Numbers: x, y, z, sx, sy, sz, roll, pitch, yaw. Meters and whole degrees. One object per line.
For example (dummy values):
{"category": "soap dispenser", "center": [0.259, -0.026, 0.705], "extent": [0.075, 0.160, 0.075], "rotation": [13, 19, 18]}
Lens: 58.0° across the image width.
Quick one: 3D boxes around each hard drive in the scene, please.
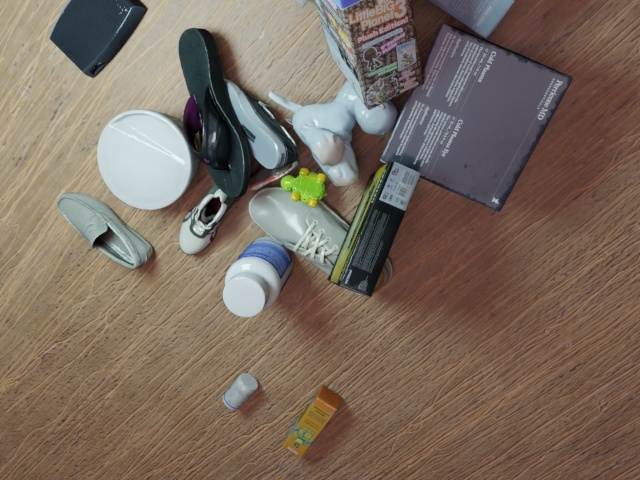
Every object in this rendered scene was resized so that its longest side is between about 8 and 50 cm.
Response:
{"category": "hard drive", "center": [-0.601, -0.578, 1.532], "extent": [0.254, 0.054, 0.172], "rotation": [-41, 97, 20]}

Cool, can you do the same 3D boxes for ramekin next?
{"category": "ramekin", "center": [-0.459, -0.230, 1.587], "extent": [0.272, 0.127, 0.273], "rotation": [4, 110, 10]}

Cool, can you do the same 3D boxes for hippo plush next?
{"category": "hippo plush", "center": [0.071, -0.292, 1.457], "extent": [0.236, 0.234, 0.294], "rotation": [-37, 56, 2]}

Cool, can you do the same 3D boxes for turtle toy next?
{"category": "turtle toy", "center": [-0.045, -0.142, 1.546], "extent": [0.130, 0.066, 0.095], "rotation": [19, 84, 4]}

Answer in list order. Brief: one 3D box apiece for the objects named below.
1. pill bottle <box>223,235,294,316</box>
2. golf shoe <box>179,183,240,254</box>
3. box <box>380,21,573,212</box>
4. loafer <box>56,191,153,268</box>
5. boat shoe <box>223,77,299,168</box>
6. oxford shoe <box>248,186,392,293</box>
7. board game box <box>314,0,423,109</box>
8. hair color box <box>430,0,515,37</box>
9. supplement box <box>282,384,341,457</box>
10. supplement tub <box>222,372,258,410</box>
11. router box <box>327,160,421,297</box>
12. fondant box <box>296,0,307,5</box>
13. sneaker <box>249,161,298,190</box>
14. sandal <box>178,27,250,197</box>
{"category": "pill bottle", "center": [-0.170, 0.099, 1.568], "extent": [0.152, 0.272, 0.152], "rotation": [3, 109, 10]}
{"category": "golf shoe", "center": [-0.333, -0.060, 1.628], "extent": [0.105, 0.120, 0.273], "rotation": [35, 113, -4]}
{"category": "box", "center": [0.359, -0.295, 1.383], "extent": [0.312, 0.179, 0.343], "rotation": [25, 112, 3]}
{"category": "loafer", "center": [-0.644, -0.029, 1.699], "extent": [0.319, 0.111, 0.112], "rotation": [34, 111, -2]}
{"category": "boat shoe", "center": [-0.168, -0.314, 1.512], "extent": [0.306, 0.105, 0.113], "rotation": [45, 130, 21]}
{"category": "oxford shoe", "center": [0.000, 0.000, 1.581], "extent": [0.449, 0.130, 0.169], "rotation": [34, 113, -1]}
{"category": "board game box", "center": [0.091, -0.475, 1.229], "extent": [0.141, 0.232, 0.291], "rotation": [-26, 143, -1]}
{"category": "hair color box", "center": [0.266, -0.632, 1.269], "extent": [0.374, 0.185, 0.113], "rotation": [33, 146, -1]}
{"category": "supplement box", "center": [-0.028, 0.570, 1.809], "extent": [0.078, 0.080, 0.233], "rotation": [32, 114, 1]}
{"category": "supplement tub", "center": [-0.254, 0.478, 1.823], "extent": [0.071, 0.071, 0.107], "rotation": [38, 110, -4]}
{"category": "router box", "center": [0.123, -0.024, 1.406], "extent": [0.081, 0.243, 0.309], "rotation": [23, 86, -5]}
{"category": "fondant box", "center": [-0.092, -0.713, 1.262], "extent": [0.238, 0.330, 0.096], "rotation": [-49, 51, 21]}
{"category": "sneaker", "center": [-0.137, -0.193, 1.578], "extent": [0.158, 0.061, 0.065], "rotation": [-24, 94, 15]}
{"category": "sandal", "center": [-0.301, -0.317, 1.485], "extent": [0.167, 0.107, 0.446], "rotation": [-15, 93, 48]}
